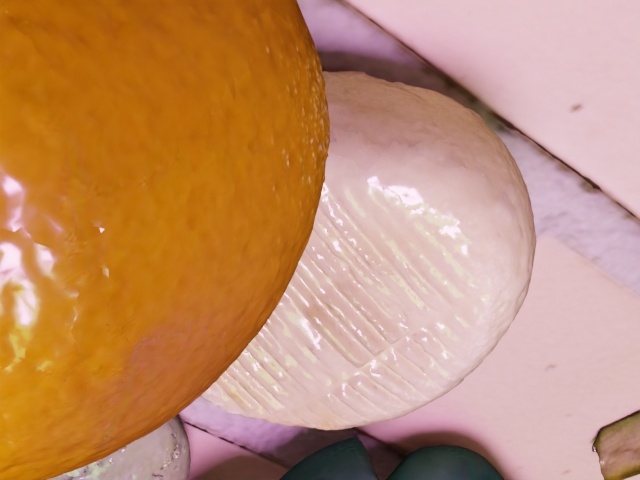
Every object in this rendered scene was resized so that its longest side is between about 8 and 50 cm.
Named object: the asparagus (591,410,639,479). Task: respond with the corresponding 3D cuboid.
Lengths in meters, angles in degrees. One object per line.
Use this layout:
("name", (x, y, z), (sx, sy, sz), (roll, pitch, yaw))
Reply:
("asparagus", (0.238, 0.096, 0.787), (0.178, 0.045, 0.041), (-23, 103, 16))

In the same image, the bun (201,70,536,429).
("bun", (0.000, 0.000, 0.601), (0.188, 0.111, 0.164), (-34, 115, 29))

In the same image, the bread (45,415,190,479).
("bread", (-0.144, 0.173, 0.792), (0.172, 0.064, 0.232), (-10, 137, -1))

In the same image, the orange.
("orange", (-0.107, -0.032, 0.448), (0.236, 0.236, 0.236), (-5, 138, -4))

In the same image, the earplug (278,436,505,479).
("earplug", (0.029, 0.217, 0.792), (0.280, 0.164, 0.257), (-7, 146, -14))
